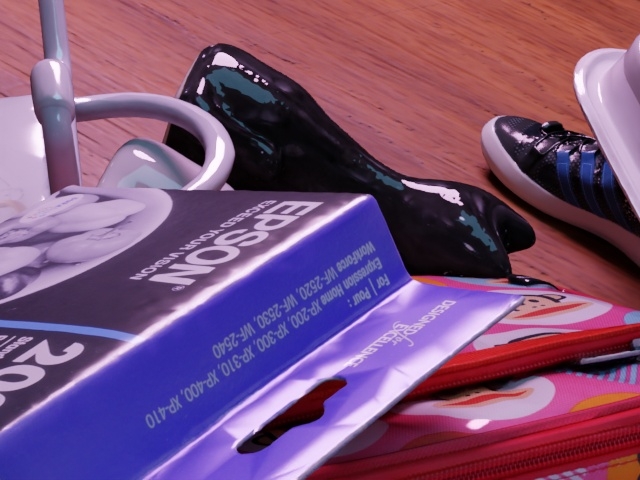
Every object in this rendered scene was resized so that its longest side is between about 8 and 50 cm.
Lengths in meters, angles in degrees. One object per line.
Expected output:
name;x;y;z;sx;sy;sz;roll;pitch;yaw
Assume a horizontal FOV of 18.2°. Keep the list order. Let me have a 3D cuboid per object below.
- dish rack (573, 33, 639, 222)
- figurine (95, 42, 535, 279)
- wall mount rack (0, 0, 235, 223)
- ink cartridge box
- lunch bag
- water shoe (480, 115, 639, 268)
dish rack;0.325;-0.013;1.122;0.333;0.072;0.285;4;47;-34
figurine;0.000;0.000;1.036;0.209;0.092;0.215;23;30;4
wall mount rack;-0.224;-0.092;0.935;0.350;0.130;0.304;-7;38;-6
ink cartridge box;-0.071;0.037;0.663;0.208;0.045;0.206;3;24;36
lunch bag;0.022;0.095;0.748;0.293;0.120;0.258;-9;14;-30
water shoe;0.187;-0.041;1.199;0.203;0.080;0.073;35;33;31
